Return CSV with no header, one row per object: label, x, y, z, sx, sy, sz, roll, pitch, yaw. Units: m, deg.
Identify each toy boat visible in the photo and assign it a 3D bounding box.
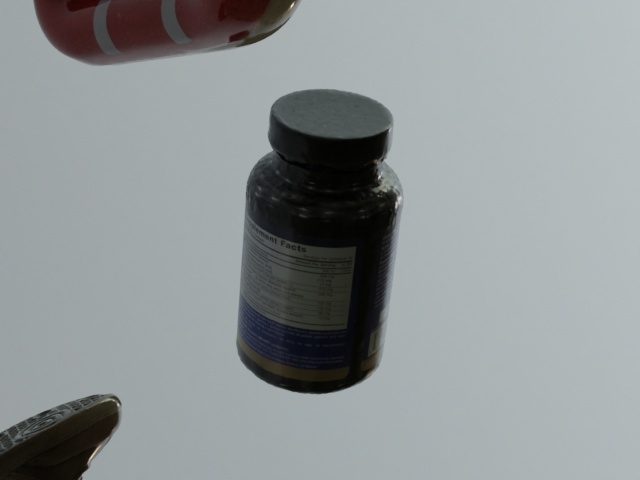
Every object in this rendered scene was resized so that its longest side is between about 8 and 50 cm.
toy boat,-0.111,-0.185,0.778,0.151,0.231,0.151,4,-94,-48

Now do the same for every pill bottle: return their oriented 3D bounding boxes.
pill bottle,0.000,0.000,1.080,0.122,0.122,0.219,-21,-51,-40

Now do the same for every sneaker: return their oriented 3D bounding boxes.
sneaker,-0.187,0.159,0.819,0.188,0.066,0.071,-31,-78,-36
